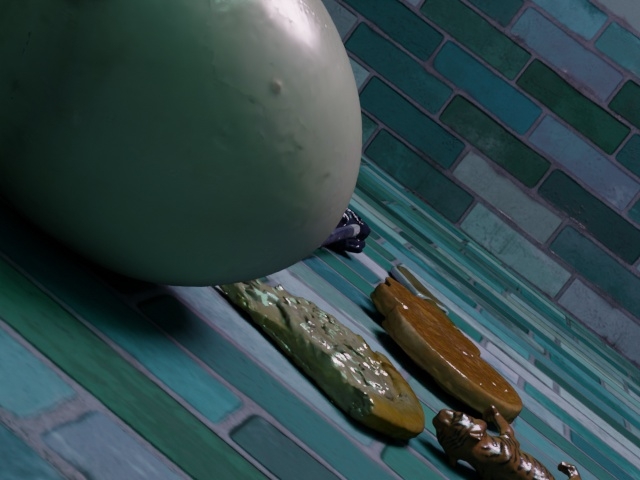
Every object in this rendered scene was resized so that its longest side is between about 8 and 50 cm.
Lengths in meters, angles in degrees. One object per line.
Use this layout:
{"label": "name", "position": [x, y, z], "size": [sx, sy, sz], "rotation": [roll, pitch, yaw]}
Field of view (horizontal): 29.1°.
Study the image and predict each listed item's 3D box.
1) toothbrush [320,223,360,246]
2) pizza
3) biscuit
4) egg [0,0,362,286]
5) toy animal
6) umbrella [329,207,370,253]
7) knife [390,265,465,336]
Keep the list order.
{"label": "toothbrush", "position": [0.000, 0.000, 1.578], "size": [0.026, 0.024, 0.288], "rotation": [36, 16, 12]}
{"label": "pizza", "position": [0.002, 0.095, 1.167], "size": [0.262, 0.034, 0.181], "rotation": [40, 10, 21]}
{"label": "biscuit", "position": [0.143, 0.131, 1.501], "size": [0.202, 0.044, 0.288], "rotation": [33, 8, -29]}
{"label": "egg", "position": [-0.114, -0.107, 0.954], "size": [0.345, 0.283, 0.283], "rotation": [41, 6, -28]}
{"label": "toy animal", "position": [0.202, 0.234, 1.194], "size": [0.241, 0.057, 0.099], "rotation": [38, 15, -6]}
{"label": "umbrella", "position": [0.005, -0.030, 1.702], "size": [0.071, 0.071, 0.248], "rotation": [41, 7, 25]}
{"label": "knife", "position": [0.155, 0.093, 1.791], "size": [0.061, 0.027, 0.343], "rotation": [30, 8, -19]}
